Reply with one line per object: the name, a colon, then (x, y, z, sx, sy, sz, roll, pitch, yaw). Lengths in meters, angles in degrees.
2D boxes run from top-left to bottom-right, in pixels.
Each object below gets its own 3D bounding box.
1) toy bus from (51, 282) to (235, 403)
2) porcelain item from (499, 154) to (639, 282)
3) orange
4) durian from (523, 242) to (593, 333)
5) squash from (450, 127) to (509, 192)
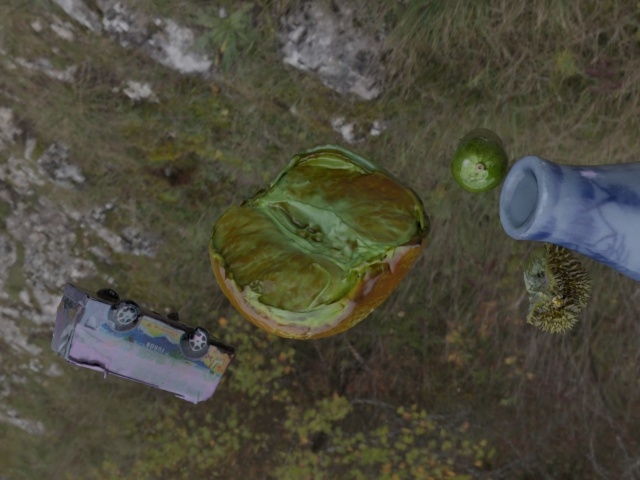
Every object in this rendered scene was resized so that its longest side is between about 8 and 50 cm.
toy bus: (-0.307, 0.178, 1.373, 0.317, 0.138, 0.112, 26, 174, -37)
porcelain item: (0.326, -0.027, 0.852, 0.259, 0.141, 0.141, 9, 140, -14)
orange: (-0.002, 0.005, 1.189, 0.262, 0.334, 0.196, 38, 158, 13)
durian: (0.356, 0.067, 1.187, 0.102, 0.208, 0.146, 6, 96, 12)
squash: (0.190, -0.102, 0.952, 0.066, 0.201, 0.066, 3, 107, 10)
